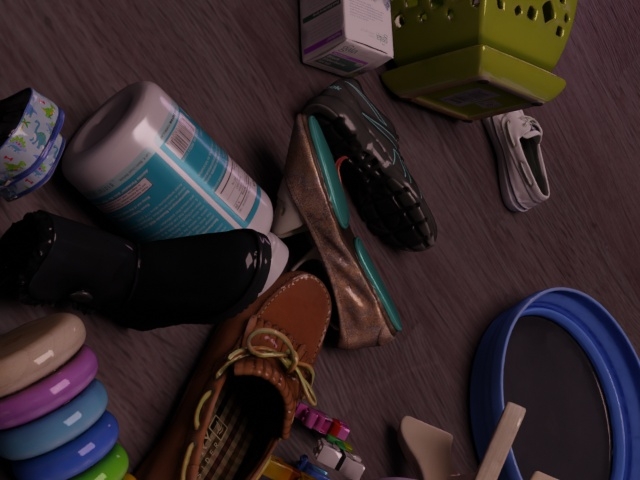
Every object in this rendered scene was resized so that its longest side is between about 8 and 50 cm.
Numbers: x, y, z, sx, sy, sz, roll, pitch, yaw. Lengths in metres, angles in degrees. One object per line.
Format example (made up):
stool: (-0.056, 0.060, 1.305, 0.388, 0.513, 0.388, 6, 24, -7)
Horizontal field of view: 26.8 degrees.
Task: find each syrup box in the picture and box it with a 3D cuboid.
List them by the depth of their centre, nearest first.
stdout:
syrup box: (0.032, -0.354, 1.860, 0.093, 0.096, 0.237, 12, 68, -41)

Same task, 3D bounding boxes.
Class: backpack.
backpack: (-0.317, -0.102, 1.404, 0.084, 0.114, 0.105, 37, 52, -31)

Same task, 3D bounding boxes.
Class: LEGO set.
LEGO set: (-0.019, 0.254, 1.575, 0.093, 0.227, 0.087, 27, 91, -6)

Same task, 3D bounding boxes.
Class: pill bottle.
pill bottle: (-0.155, -0.044, 1.526, 0.264, 0.146, 0.146, 46, 49, -25)

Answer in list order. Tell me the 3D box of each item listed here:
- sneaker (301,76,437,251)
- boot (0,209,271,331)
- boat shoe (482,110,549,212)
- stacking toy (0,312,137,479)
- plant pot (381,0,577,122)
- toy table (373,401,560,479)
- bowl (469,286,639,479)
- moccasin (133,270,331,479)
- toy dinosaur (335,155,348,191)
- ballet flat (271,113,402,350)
sneaker: (0.086, -0.105, 1.828, 0.267, 0.101, 0.106, 55, 43, -17)
boot: (-0.201, 0.026, 1.386, 0.207, 0.246, 0.094, 21, 62, -43)
boat shoe: (0.312, -0.160, 2.094, 0.083, 0.075, 0.226, -7, 81, -47)
stacking toy: (-0.236, 0.245, 1.363, 0.141, 0.141, 0.330, -39, 109, -45)
plant pot: (0.222, -0.299, 1.950, 0.227, 0.228, 0.207, 14, 74, -42)
toy table: (0.198, 0.336, 1.703, 0.274, 0.252, 0.161, 31, 49, 1)
bowl: (0.362, 0.267, 1.998, 0.391, 0.077, 0.391, 18, 64, -41)
moccasin: (-0.080, 0.175, 1.526, 0.139, 0.147, 0.380, 55, 45, -17)
toy dinosaur: (0.017, -0.051, 1.765, 0.047, 0.090, 0.082, -1, 45, -30)
ballet flat: (0.000, 0.000, 1.698, 0.107, 0.106, 0.316, -60, 128, -78)
